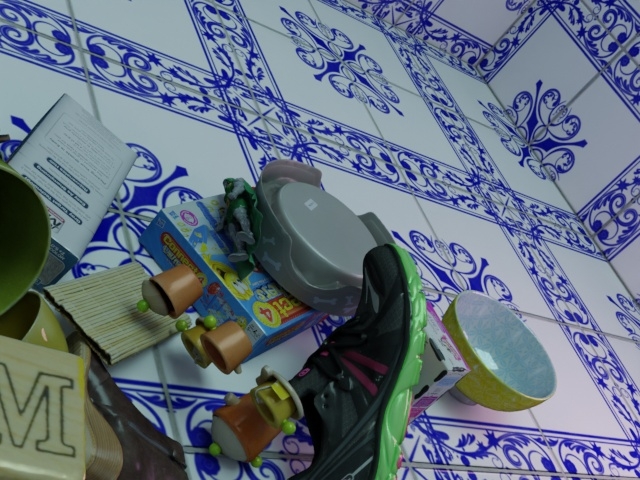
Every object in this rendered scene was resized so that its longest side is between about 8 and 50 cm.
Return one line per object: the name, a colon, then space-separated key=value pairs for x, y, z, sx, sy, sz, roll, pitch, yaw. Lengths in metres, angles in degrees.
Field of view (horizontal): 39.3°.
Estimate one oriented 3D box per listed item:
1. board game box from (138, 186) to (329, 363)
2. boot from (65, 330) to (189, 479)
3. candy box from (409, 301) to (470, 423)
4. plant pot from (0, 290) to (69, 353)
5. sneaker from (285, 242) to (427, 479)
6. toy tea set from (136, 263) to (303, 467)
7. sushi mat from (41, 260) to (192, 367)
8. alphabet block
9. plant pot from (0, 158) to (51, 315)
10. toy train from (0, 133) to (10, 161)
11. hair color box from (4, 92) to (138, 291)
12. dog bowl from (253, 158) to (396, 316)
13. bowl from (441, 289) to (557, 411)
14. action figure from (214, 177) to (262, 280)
board game box: x=-0.137 y=0.052 z=1.697 sx=0.302 sy=0.086 sz=0.308 roll=48 pitch=29 yaw=12
boot: x=-0.287 y=0.259 z=1.274 sx=0.207 sy=0.090 sz=0.248 roll=37 pitch=21 yaw=-38
candy box: x=0.141 y=0.240 z=1.628 sx=0.071 sy=0.233 sz=0.159 roll=9 pitch=43 yaw=-44
plant pot: x=-0.401 y=0.151 z=1.223 sx=0.095 sy=0.134 sz=0.134 roll=52 pitch=21 yaw=-33
sneaker: x=0.053 y=0.213 z=1.453 sx=0.202 sy=0.185 sz=0.483 roll=14 pitch=66 yaw=0
toy tea set: x=-0.173 y=0.199 z=1.364 sx=0.124 sy=0.200 sz=0.336 roll=-34 pitch=69 yaw=-25
sushi mat: x=-0.306 y=0.106 z=1.401 sx=0.151 sy=0.019 sz=0.316 roll=44 pitch=13 yaw=5
alphabet block: x=-0.401 y=0.232 z=1.031 sx=0.197 sy=0.192 sz=0.193 roll=21 pitch=37 yaw=-31
plant pot: x=-0.553 y=-0.057 z=1.204 sx=0.275 sy=0.275 sz=0.293 roll=6 pitch=28 yaw=-47
toy train: x=-0.577 y=-0.151 z=1.431 sx=0.184 sy=0.080 sz=0.105 roll=-22 pitch=100 yaw=-67
hair color box: x=-0.439 y=-0.088 z=1.481 sx=0.174 sy=0.105 sz=0.347 roll=42 pitch=27 yaw=-19
dog bowl: x=0.000 y=0.000 z=1.736 sx=0.349 sy=0.102 sz=0.349 roll=33 pitch=27 yaw=-19
bowl: x=0.348 y=0.265 z=1.926 sx=0.289 sy=0.156 sz=0.289 roll=31 pitch=31 yaw=-21
action figure: x=-0.151 y=-0.049 z=1.630 sx=0.063 sy=0.137 sz=0.232 roll=14 pitch=29 yaw=-20
